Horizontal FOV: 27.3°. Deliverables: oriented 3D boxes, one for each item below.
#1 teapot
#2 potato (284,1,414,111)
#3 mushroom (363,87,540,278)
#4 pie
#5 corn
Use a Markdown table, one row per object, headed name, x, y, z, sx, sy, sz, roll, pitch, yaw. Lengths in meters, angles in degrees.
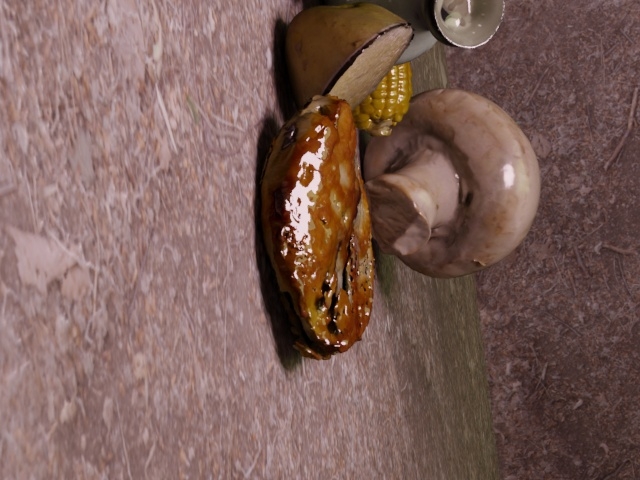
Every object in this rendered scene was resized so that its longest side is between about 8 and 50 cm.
| name | x | y | z | sx | sy | sz | roll | pitch | yaw |
| --- | --- | --- | --- | --- | --- | --- | --- | --- | --- |
| teapot | 0.127 | -0.312 | 1.717 | 0.251 | 0.183 | 0.183 | 21 | -55 | 60 |
| potato | 0.014 | -0.231 | 1.602 | 0.117 | 0.182 | 0.202 | 47 | 23 | 8 |
| mushroom | 0.179 | -0.085 | 2.021 | 0.290 | 0.297 | 0.297 | -12 | 96 | -54 |
| pie | 0.001 | 0.000 | 1.497 | 0.308 | 0.085 | 0.308 | -2 | 90 | -77 |
| corn | 0.061 | -0.329 | 1.897 | 0.120 | 0.120 | 0.363 | -26 | 109 | -78 |
